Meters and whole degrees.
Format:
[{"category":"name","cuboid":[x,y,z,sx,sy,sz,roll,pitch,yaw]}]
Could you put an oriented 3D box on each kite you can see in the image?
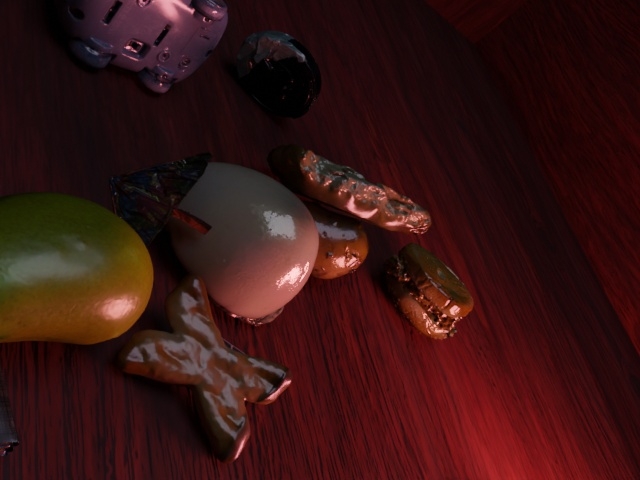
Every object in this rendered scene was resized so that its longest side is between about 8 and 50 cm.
[{"category":"kite","cuboid":[-0.237,-0.048,1.125,0.189,0.232,0.009,25,-24,20]}]

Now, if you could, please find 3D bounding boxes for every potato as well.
[{"category":"potato","cuboid":[0.000,0.000,1.414,0.176,0.137,0.137,25,33,-8]}]

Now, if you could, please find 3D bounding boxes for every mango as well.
[{"category":"mango","cuboid":[-0.307,0.028,0.867,0.273,0.149,0.185,9,43,-51]}]

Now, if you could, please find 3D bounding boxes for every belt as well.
[{"category":"belt","cuboid":[-0.087,-0.357,1.660,0.198,0.151,0.078,44,29,-12]}]

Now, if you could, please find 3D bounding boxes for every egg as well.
[{"category":"egg","cuboid":[-0.111,-0.030,1.219,0.286,0.174,0.264,58,24,17]}]

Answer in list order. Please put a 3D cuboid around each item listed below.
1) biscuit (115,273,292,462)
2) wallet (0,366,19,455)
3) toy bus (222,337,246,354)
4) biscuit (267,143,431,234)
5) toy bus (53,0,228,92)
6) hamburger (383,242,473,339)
[{"category":"biscuit","cuboid":[-0.148,0.167,1.020,0.208,0.047,0.164,47,52,-12]},{"category":"wallet","cuboid":[-0.394,0.150,0.708,0.230,0.042,0.124,11,46,-55]},{"category":"toy bus","cuboid":[-0.126,0.175,1.101,0.131,0.037,0.052,39,26,-23]},{"category":"biscuit","cuboid":[0.052,-0.085,1.461,0.335,0.078,0.329,22,-2,0]},{"category":"toy bus","cuboid":[-0.320,-0.415,1.341,0.294,0.197,0.232,11,38,-50]},{"category":"hamburger","cuboid":[0.215,0.101,1.631,0.215,0.122,0.189,43,22,-10]}]
